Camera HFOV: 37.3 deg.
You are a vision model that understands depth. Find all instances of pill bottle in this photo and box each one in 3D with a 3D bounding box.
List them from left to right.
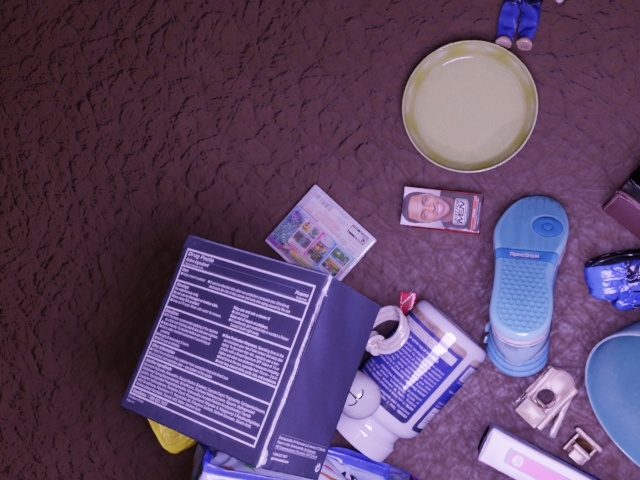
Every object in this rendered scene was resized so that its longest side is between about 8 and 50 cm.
[{"bbox_3d":[0.147,0.244,1.637,0.153,0.153,0.264,42,93,11],"label":"pill bottle"}]

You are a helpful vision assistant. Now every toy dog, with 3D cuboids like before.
[{"bbox_3d":[-0.032,0.167,1.617,0.334,0.161,0.220,8,68,46],"label":"toy dog"}]

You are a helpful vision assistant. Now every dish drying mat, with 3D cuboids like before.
[{"bbox_3d":[0.158,0.135,1.718,0.032,0.008,0.083,2,86,10],"label":"dish drying mat"}]

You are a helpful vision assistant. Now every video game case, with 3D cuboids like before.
[{"bbox_3d":[0.000,0.000,1.754,0.157,0.019,0.143,43,94,10],"label":"video game case"}]

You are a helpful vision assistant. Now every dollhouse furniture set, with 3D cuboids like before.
[{"bbox_3d":[0.415,0.292,1.567,0.161,0.182,0.101,43,94,11],"label":"dollhouse furniture set"}]

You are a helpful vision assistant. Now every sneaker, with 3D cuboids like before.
[{"bbox_3d":[0.348,0.090,1.635,0.127,0.208,0.319,11,51,16],"label":"sneaker"}]

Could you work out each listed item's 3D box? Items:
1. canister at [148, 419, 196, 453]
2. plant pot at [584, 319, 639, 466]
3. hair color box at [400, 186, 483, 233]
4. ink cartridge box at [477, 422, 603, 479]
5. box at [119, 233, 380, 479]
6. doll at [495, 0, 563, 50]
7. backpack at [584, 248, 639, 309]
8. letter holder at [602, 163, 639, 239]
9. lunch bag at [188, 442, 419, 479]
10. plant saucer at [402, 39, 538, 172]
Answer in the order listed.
[{"bbox_3d":[-0.244,0.306,1.699,0.073,0.170,0.126,-31,80,7],"label":"canister"},{"bbox_3d":[0.602,0.228,1.515,0.195,0.290,0.290,-31,78,-30],"label":"plant pot"},{"bbox_3d":[0.219,-0.053,1.703,0.141,0.043,0.072,6,88,12],"label":"hair color box"},{"bbox_3d":[0.436,0.412,1.555,0.371,0.176,0.069,24,87,12],"label":"ink cartridge box"},{"bbox_3d":[-0.106,0.179,1.480,0.296,0.183,0.294,15,81,35],"label":"box"},{"bbox_3d":[0.371,-0.437,1.702,0.129,0.046,0.189,9,81,21],"label":"doll"},{"bbox_3d":[0.513,0.068,1.610,0.120,0.098,0.101,-7,88,9],"label":"backpack"},{"bbox_3d":[0.632,-0.024,1.534,0.302,0.214,0.152,41,94,11],"label":"letter holder"},{"bbox_3d":[-0.047,0.514,1.588,0.385,0.239,0.327,11,98,-9],"label":"lunch bag"},{"bbox_3d":[0.269,-0.239,1.712,0.241,0.037,0.241,-1,86,11],"label":"plant saucer"}]
